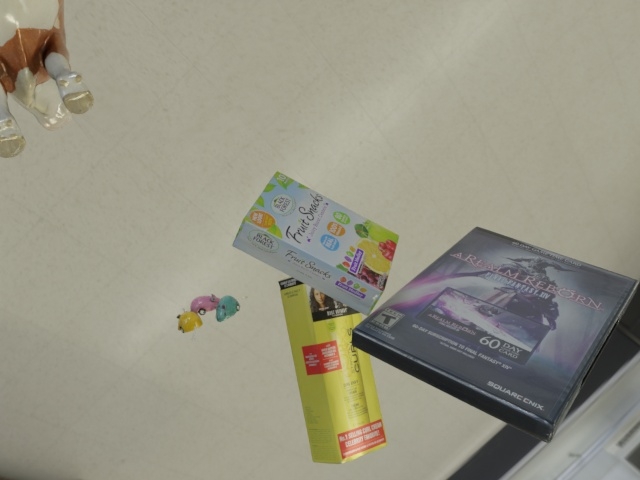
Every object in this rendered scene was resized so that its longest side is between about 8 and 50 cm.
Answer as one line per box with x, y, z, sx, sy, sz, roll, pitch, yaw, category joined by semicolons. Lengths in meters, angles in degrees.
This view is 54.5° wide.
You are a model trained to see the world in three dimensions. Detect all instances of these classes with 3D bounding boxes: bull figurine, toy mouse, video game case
-0.239;-0.186;0.478;0.101;0.188;0.310;-19;144;-27;bull figurine
-0.194;0.118;1.114;0.143;0.161;0.031;-24;106;-26;toy mouse
0.189;0.073;0.640;0.274;0.196;0.026;-33;135;-44;video game case

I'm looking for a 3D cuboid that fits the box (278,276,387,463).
0.015;0.154;0.788;0.087;0.058;0.232;-4;80;-40;box

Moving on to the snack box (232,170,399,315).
0.000;0.000;0.594;0.141;0.100;0.037;28;125;-2;snack box
